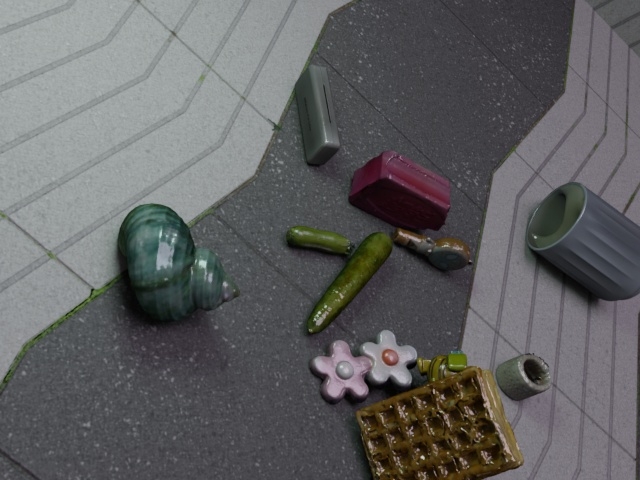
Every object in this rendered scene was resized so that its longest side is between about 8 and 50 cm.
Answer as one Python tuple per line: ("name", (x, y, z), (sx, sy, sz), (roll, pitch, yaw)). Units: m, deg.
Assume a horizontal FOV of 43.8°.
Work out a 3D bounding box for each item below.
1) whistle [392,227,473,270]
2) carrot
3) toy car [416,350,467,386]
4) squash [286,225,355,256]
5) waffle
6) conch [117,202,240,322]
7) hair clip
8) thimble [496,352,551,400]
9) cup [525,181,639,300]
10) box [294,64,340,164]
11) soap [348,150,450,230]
("whistle", (0.289, 0.019, 2.024), (0.220, 0.107, 0.057), (19, 57, -10))
("carrot", (0.065, 0.095, 1.822), (0.074, 0.074, 0.358), (47, 48, -5))
("toy car", (0.267, 0.367, 1.745), (0.142, 0.200, 0.247), (-1, 72, 10))
("squash", (0.000, 0.000, 1.840), (0.183, 0.052, 0.052), (11, 59, -31))
("waffle", (0.234, 0.396, 1.604), (0.091, 0.308, 0.212), (12, 56, -57))
("conch", (-0.283, 0.050, 1.525), (0.277, 0.195, 0.220), (24, 18, 6))
("hair clip", (0.099, 0.278, 1.745), (0.257, 0.075, 0.146), (-4, 72, -34))
("thimble", (0.513, 0.343, 2.004), (0.115, 0.090, 0.102), (10, 59, -32))
("cup", (0.793, -0.005, 2.352), (0.327, 0.237, 0.323), (32, 19, -18))
("box", (-0.009, -0.312, 1.979), (0.055, 0.103, 0.243), (6, 61, -30))
("soap", (0.217, -0.117, 1.996), (0.250, 0.162, 0.099), (24, 53, -24))
